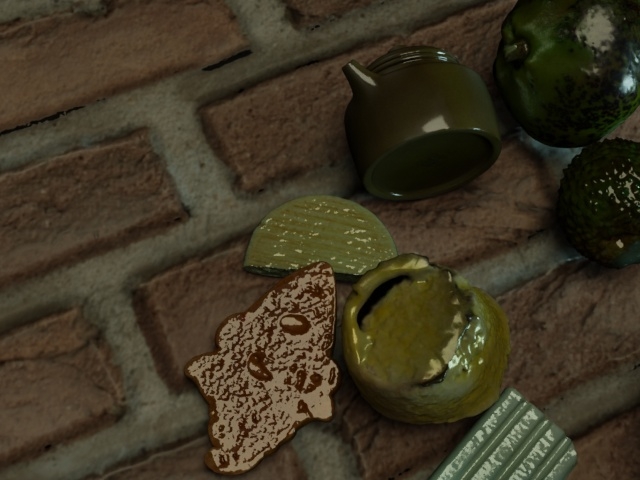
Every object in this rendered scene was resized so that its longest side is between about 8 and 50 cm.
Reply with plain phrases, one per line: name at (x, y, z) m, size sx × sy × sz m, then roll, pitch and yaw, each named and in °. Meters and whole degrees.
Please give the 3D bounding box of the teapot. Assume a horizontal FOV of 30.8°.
teapot at (0.128, -0.164, 1.463) m, size 0.267 × 0.185 × 0.175 m, roll 12°, pitch 58°, yaw -45°

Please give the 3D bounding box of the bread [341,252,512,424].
bread at (0.121, 0.114, 1.339) m, size 0.197 × 0.170 × 0.197 m, roll -5°, pitch 68°, yaw 13°

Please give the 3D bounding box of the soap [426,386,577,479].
soap at (0.196, 0.281, 1.336) m, size 0.119 × 0.066 × 0.198 m, roll 42°, pitch 68°, yaw 9°

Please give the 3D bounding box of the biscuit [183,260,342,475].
biscuit at (-0.057, 0.147, 1.364) m, size 0.183 × 0.043 × 0.280 m, roll 24°, pitch 70°, yaw 6°

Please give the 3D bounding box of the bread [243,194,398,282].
bread at (0.004, -0.003, 1.449) m, size 0.193 × 0.036 × 0.112 m, roll 5°, pitch 65°, yaw -2°

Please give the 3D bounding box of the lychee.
lychee at (0.373, -0.056, 1.466) m, size 0.171 × 0.171 × 0.171 m, roll 3°, pitch 66°, yaw -7°

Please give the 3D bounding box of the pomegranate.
pomegranate at (0.344, -0.247, 1.530) m, size 0.204 × 0.222 × 0.276 m, roll 31°, pitch 33°, yaw 13°
